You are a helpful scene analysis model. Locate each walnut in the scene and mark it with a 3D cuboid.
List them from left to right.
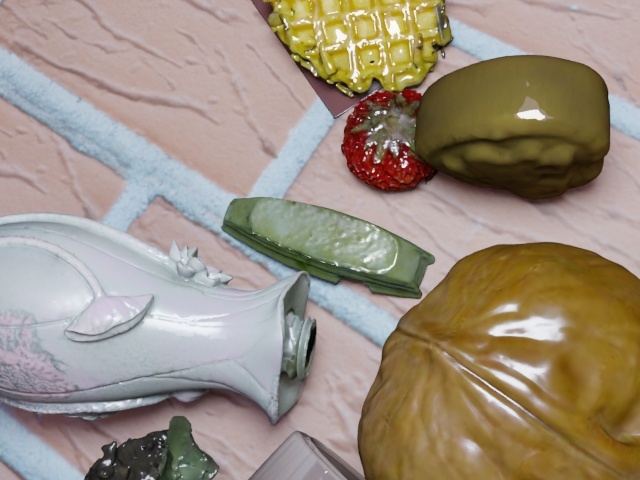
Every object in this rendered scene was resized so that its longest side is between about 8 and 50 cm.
[{"bbox_3d":[0.224,0.185,0.906,0.308,0.398,0.354,15,78,49],"label":"walnut"}]

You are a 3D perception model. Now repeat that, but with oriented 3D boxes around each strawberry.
[{"bbox_3d":[0.094,-0.134,1.164,0.145,0.086,0.145,-2,76,10],"label":"strawberry"}]

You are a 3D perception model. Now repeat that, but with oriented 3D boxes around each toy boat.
[{"bbox_3d":[0.000,0.000,1.163,0.293,0.055,0.093,18,77,16],"label":"toy boat"}]

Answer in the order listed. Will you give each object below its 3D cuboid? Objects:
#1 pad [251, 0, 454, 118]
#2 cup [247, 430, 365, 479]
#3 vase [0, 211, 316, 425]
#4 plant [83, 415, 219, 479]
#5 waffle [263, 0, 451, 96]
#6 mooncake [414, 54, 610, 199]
[{"bbox_3d":[0.024,-0.339,1.275,0.202,0.005,0.300,-33,71,2],"label":"pad"},{"bbox_3d":[-0.015,0.395,0.980,0.288,0.208,0.273,39,84,20],"label":"cup"},{"bbox_3d":[-0.228,0.105,1.099,0.445,0.250,0.250,7,77,9],"label":"vase"},{"bbox_3d":[-0.202,0.296,1.047,0.203,0.131,0.142,-44,61,33],"label":"plant"},{"bbox_3d":[0.058,-0.338,1.208,0.280,0.060,0.262,35,89,7],"label":"waffle"},{"bbox_3d":[0.224,-0.125,1.052,0.234,0.235,0.117,2,77,13],"label":"mooncake"}]
